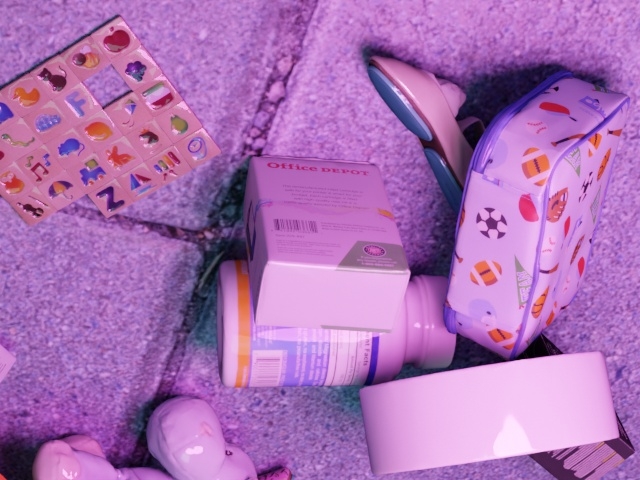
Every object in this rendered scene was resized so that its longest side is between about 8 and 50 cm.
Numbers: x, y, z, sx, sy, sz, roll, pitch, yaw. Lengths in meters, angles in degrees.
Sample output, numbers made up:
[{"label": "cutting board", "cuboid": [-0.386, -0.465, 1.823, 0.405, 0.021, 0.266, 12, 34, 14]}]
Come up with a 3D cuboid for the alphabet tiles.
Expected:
[{"label": "alphabet tiles", "cuboid": [-0.262, -0.113, 1.407, 0.237, 0.009, 0.198, -29, 123, 11]}]

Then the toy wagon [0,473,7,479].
[{"label": "toy wagon", "cuboid": [-0.412, 0.399, 1.603, 0.068, 0.267, 0.344, -44, 134, -34]}]

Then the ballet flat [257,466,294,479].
[{"label": "ballet flat", "cuboid": [-0.119, 0.381, 1.724, 0.079, 0.077, 0.221, 30, 117, -3]}]

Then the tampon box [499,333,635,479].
[{"label": "tampon box", "cuboid": [0.307, 0.224, 1.642, 0.101, 0.120, 0.161, -40, 120, 17]}]

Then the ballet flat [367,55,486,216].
[{"label": "ballet flat", "cuboid": [0.138, -0.128, 1.420, 0.086, 0.086, 0.248, -28, 124, 11]}]

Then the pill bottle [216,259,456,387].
[{"label": "pill bottle", "cuboid": [0.016, 0.096, 1.499, 0.272, 0.152, 0.152, -1, 124, -8]}]

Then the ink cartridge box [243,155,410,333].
[{"label": "ink cartridge box", "cuboid": [0.000, 0.000, 1.396, 0.154, 0.212, 0.093, 4, 126, -11]}]

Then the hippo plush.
[{"label": "hippo plush", "cuboid": [-0.193, 0.330, 1.574, 0.236, 0.234, 0.294, -28, 106, -2]}]

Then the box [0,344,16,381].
[{"label": "box", "cuboid": [-0.463, 0.138, 1.472, 0.038, 0.145, 0.186, -4, 136, 47]}]

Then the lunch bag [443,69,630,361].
[{"label": "lunch bag", "cuboid": [0.242, -0.026, 1.417, 0.115, 0.243, 0.303, 25, 127, 22]}]

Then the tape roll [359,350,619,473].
[{"label": "tape roll", "cuboid": [0.188, 0.195, 1.437, 0.286, 0.286, 0.100, -9, 81, -2]}]
